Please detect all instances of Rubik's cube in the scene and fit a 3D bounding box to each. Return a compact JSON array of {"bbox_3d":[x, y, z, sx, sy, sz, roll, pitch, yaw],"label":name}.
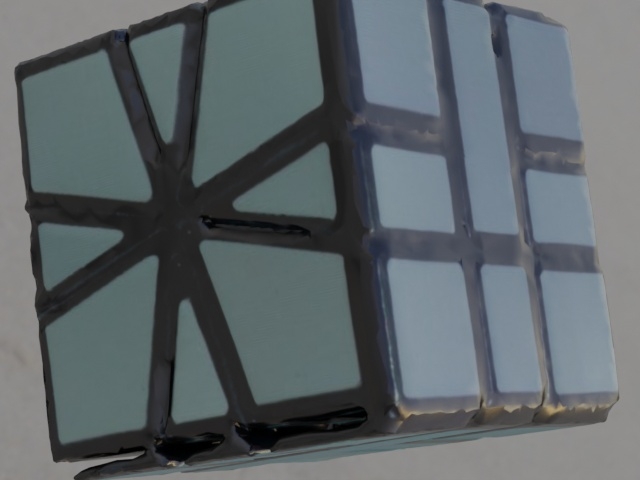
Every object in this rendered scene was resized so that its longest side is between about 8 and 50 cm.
[{"bbox_3d":[0.000,0.000,1.228,0.283,0.288,0.294,1,80,-54],"label":"Rubik's cube"}]
